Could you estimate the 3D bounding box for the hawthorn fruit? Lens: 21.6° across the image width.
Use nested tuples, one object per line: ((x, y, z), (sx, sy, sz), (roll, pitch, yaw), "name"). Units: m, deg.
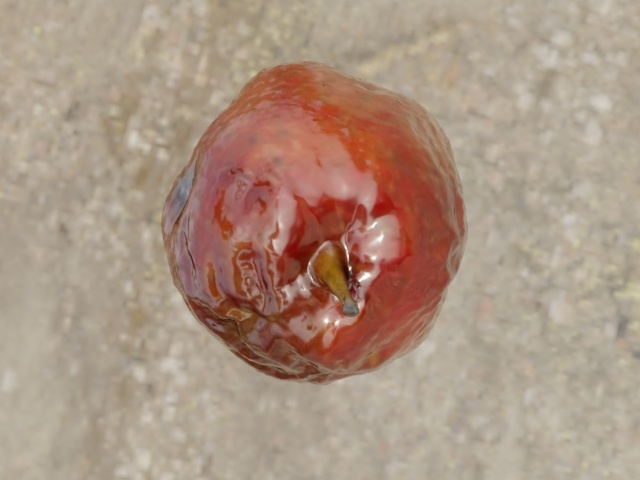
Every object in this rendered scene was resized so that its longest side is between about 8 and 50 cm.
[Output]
((0.000, 0.000, 1.041), (0.243, 0.207, 0.207), (-113, 42, -74), "hawthorn fruit")
